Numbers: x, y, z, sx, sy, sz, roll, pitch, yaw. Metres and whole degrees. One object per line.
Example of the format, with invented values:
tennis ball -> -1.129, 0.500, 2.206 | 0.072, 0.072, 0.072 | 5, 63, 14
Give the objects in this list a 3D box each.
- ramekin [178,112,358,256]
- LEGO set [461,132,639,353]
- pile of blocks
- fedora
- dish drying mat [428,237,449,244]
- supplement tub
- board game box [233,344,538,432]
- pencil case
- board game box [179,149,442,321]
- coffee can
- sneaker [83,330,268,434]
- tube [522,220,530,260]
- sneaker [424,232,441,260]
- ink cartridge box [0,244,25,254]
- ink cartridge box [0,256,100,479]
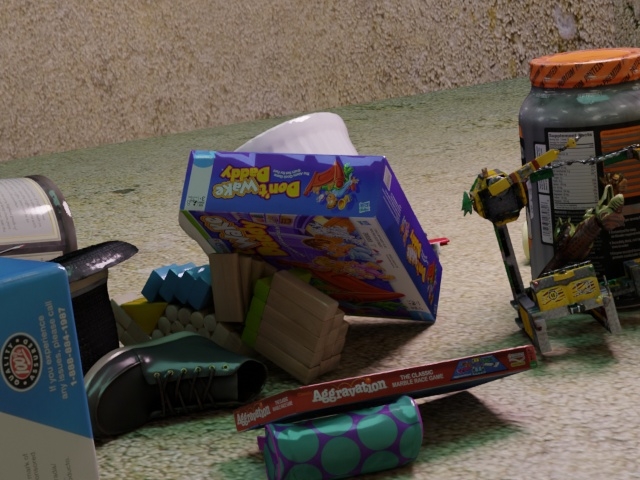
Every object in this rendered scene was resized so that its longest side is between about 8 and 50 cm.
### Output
ramekin -> -0.050, -0.045, 2.166 | 0.277, 0.135, 0.277 | -31, -15, -9
LEGO set -> 0.337, -0.003, 1.785 | 0.331, 0.255, 0.192 | -7, 7, 0
pile of blocks -> -0.104, 0.077, 1.871 | 0.362, 0.149, 0.112 | 3, 12, 36
fedora -> -0.341, 0.118, 1.737 | 0.334, 0.152, 0.334 | -20, 5, 2
dish drying mat -> 0.158, 0.006, 2.392 | 0.083, 0.008, 0.032 | -10, 12, -12
supplement tub -> 0.358, -0.082, 1.974 | 0.193, 0.316, 0.193 | -5, 12, 1
board game box -> 0.067, 0.151, 1.560 | 0.281, 0.027, 0.145 | -7, -12, -28
pencil case -> 0.020, 0.194, 1.469 | 0.151, 0.064, 0.070 | -9, 25, -14
board game box -> 0.000, 0.000, 1.858 | 0.233, 0.078, 0.347 | 3, -21, 18
coffee can -> -0.477, 0.022, 1.947 | 0.275, 0.201, 0.201 | -5, 9, -37
sneaker -> -0.162, 0.159, 1.678 | 0.118, 0.083, 0.222 | 11, 24, 35
tube -> 0.410, -0.006, 2.179 | 0.240, 0.062, 0.070 | -4, 30, 22
sneaker -> 0.080, 0.032, 2.107 | 0.153, 0.094, 0.235 | -8, -1, 36
ink cartridge box -> -0.395, 0.037, 1.771 | 0.115, 0.029, 0.063 | -19, 4, -4
ink cartridge box -> -0.374, 0.193, 1.148 | 0.395, 0.285, 0.166 | -16, 15, -41
